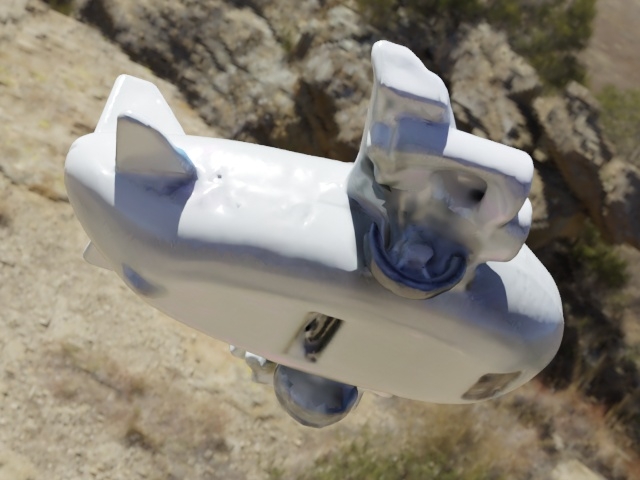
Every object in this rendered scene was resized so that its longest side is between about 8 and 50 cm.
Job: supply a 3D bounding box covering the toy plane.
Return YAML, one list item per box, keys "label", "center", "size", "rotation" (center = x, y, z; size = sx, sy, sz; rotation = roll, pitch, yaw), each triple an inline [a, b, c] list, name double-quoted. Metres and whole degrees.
- label: "toy plane"
  center: [-0.001, 0.005, 0.558]
  size: [0.267, 0.267, 0.122]
  rotation: [25, 54, -12]
